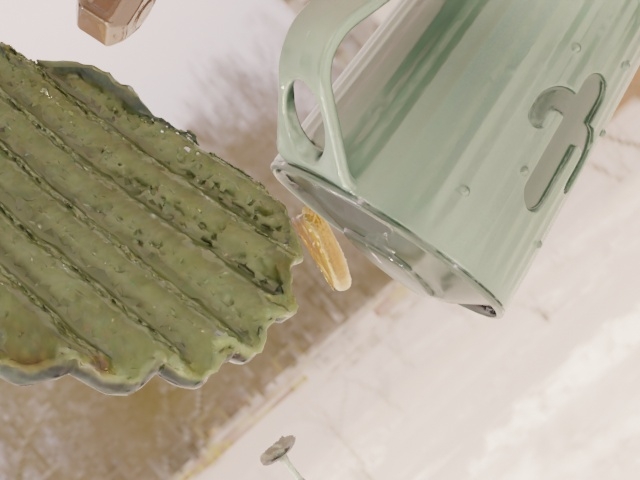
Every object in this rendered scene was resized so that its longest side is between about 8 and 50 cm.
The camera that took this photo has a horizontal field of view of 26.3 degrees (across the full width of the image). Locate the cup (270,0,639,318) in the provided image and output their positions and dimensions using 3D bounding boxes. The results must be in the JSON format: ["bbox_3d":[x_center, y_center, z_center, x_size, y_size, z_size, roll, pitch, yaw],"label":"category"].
[{"bbox_3d":[0.155,-0.147,1.513,0.392,0.310,0.401,-57,-17,-5],"label":"cup"}]

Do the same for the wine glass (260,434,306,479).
[{"bbox_3d":[-0.005,0.370,1.973,0.066,0.198,0.066,-33,19,13],"label":"wine glass"}]

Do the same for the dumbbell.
[{"bbox_3d":[-0.262,-0.278,1.302,0.092,0.231,0.082,-56,0,8],"label":"dumbbell"}]

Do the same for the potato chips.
[{"bbox_3d":[-0.223,-0.037,1.058,0.358,0.429,0.070,-32,-24,-51],"label":"potato chips"}]

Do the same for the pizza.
[{"bbox_3d":[0.000,0.000,1.993,0.041,0.178,0.131,-32,31,-8],"label":"pizza"}]
